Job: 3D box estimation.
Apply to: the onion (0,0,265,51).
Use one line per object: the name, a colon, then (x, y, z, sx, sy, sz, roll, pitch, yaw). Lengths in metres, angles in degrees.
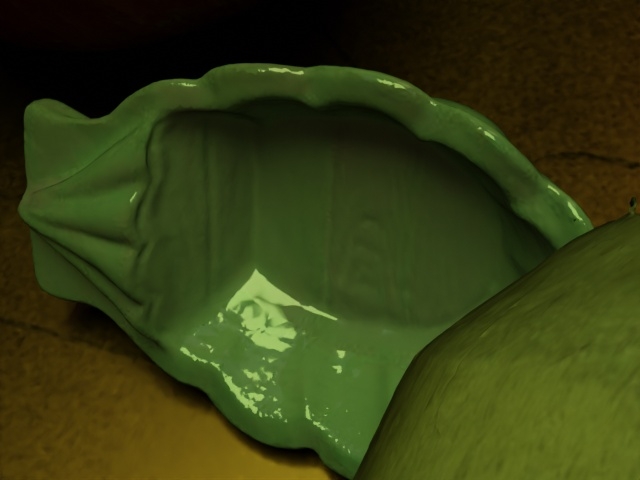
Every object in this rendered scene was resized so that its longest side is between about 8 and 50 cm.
onion: (-0.105, -0.256, 0.760, 0.354, 0.353, 0.353, -4, 61, 7)

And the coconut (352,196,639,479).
coconut: (0.138, 0.189, 0.445, 0.346, 0.346, 0.360, 18, 79, 17)

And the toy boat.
toy boat: (0.000, 0.000, 0.673, 0.290, 0.199, 0.100, 14, 28, 20)
